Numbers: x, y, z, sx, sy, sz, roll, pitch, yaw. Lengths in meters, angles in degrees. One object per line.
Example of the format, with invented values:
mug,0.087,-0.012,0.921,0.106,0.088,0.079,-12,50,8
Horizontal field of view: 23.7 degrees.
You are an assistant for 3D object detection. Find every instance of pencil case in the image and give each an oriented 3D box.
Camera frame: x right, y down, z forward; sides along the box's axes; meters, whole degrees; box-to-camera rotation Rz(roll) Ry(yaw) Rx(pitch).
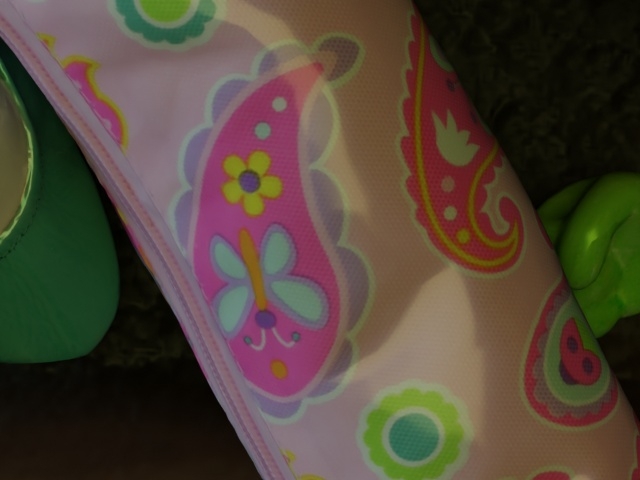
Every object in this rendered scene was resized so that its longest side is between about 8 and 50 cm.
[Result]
pencil case,0.000,0.000,0.459,0.124,0.124,0.284,-28,98,0

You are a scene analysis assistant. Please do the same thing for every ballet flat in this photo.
ballet flat,-0.142,-0.063,0.462,0.083,0.087,0.247,-28,97,-1

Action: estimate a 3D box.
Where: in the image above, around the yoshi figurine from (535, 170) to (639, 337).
yoshi figurine,0.158,-0.024,0.433,0.203,0.203,0.362,-13,94,5
